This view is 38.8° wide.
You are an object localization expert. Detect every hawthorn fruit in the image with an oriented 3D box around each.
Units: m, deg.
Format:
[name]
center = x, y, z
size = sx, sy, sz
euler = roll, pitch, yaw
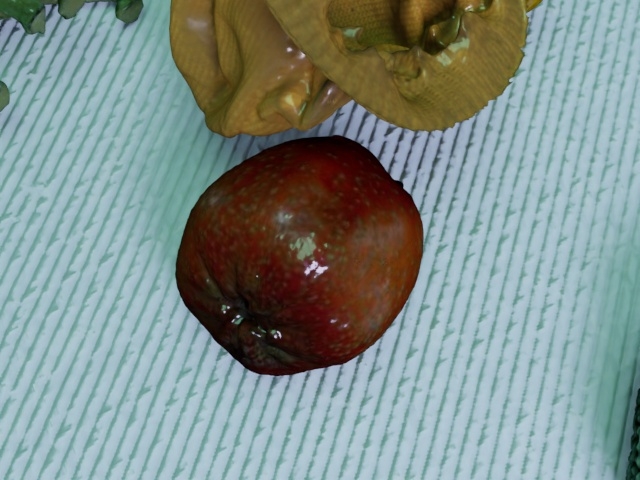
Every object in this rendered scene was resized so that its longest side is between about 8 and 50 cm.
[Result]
[hawthorn fruit]
center = 0.000, 0.000, 0.632
size = 0.157, 0.157, 0.194
euler = 41, 54, 14

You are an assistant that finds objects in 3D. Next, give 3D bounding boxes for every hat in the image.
[hat]
center = -0.020, -0.151, 0.666
size = 0.244, 0.233, 0.234
euler = -15, 84, -38

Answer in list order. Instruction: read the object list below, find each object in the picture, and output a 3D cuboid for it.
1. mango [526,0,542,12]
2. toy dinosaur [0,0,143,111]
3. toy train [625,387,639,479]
[mango]
center = 0.045, -0.299, 0.757
size = 0.359, 0.144, 0.187
euler = 39, 72, 17
[toy dinosaur]
center = -0.318, -0.242, 0.744
size = 0.300, 0.087, 0.447
euler = 34, 53, 14
[toy train]
center = 0.292, 0.136, 0.599
size = 0.162, 0.112, 0.203
euler = 13, 66, 11
